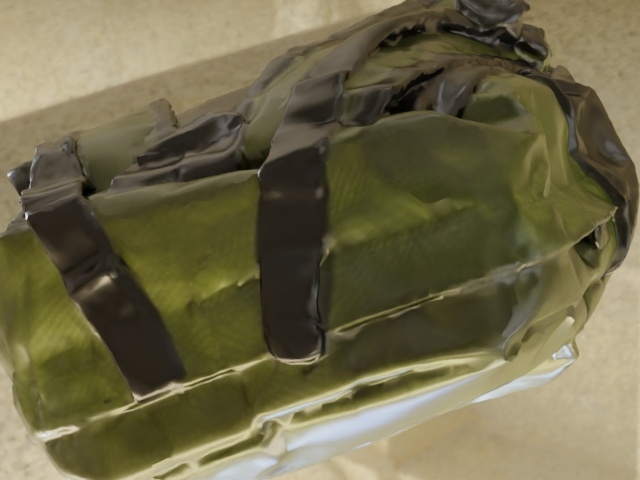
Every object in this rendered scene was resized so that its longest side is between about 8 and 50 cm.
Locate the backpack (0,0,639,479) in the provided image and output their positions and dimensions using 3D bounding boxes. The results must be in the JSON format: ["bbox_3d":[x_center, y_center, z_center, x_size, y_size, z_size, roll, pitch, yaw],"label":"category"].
[{"bbox_3d":[0.000,0.000,0.433,0.207,0.253,0.140,-20,-89,14],"label":"backpack"}]
